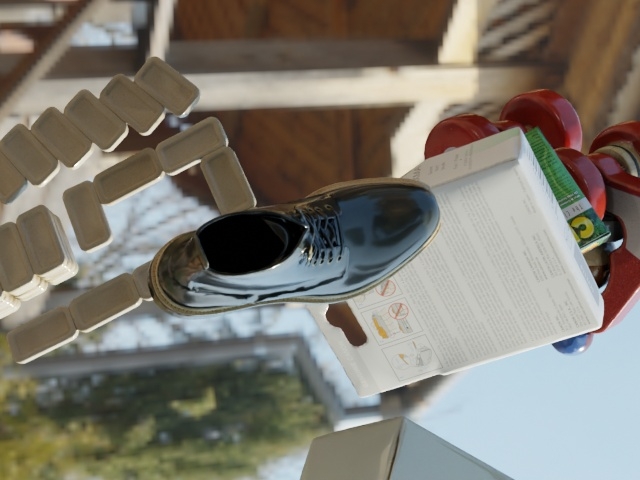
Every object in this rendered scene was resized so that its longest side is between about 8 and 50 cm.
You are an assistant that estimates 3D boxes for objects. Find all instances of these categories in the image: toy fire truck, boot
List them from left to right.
[{"bbox_3d":[0.000,0.000,1.027,0.076,0.198,0.137,69,-17,4],"label":"boot"},{"bbox_3d":[0.246,-0.012,1.824,0.302,0.169,0.253,25,-58,37],"label":"toy fire truck"}]

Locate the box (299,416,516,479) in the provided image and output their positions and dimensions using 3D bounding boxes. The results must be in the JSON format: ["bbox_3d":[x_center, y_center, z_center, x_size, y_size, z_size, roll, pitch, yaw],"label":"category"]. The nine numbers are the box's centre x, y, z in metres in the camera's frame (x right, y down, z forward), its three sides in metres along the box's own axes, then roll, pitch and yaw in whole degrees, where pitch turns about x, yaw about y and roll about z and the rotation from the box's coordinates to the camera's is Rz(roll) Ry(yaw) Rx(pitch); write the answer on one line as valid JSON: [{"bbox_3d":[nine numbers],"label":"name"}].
[{"bbox_3d":[0.115,0.221,1.106,0.113,0.275,0.094,-21,-136,51],"label":"box"}]

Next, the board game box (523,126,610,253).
[{"bbox_3d":[0.140,0.001,1.621,0.136,0.260,0.030,58,-15,19],"label":"board game box"}]

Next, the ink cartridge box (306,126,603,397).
[{"bbox_3d":[0.099,0.024,1.384,0.181,0.225,0.056,60,24,-26],"label":"ink cartridge box"}]

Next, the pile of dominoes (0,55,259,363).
[{"bbox_3d":[-0.181,-0.026,1.361,0.196,0.251,0.040,66,8,21],"label":"pile of dominoes"}]
